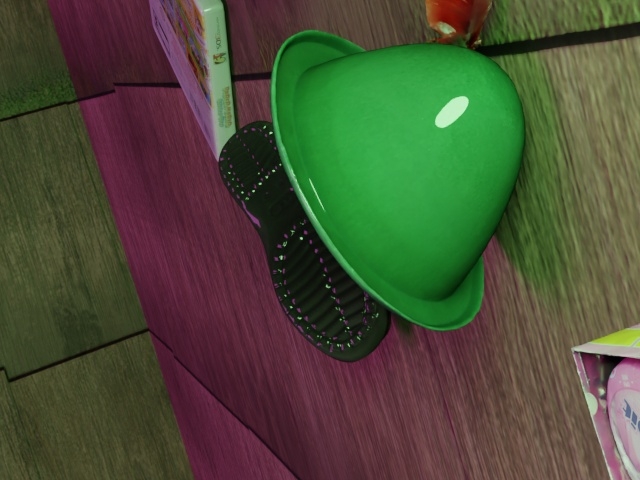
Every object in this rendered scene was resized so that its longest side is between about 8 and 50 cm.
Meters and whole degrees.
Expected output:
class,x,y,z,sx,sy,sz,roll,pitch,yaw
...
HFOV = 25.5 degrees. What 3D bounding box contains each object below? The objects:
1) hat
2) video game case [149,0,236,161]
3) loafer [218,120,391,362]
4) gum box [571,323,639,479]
class,x,y,z,sx,sy,sz,roll,pitch,yaw
hat,0.092,-0.071,0.691,0.208,0.183,0.173,17,-129,-53
video game case,-0.135,-0.224,1.419,0.206,0.026,0.227,88,160,-51
loafer,0.000,0.000,1.089,0.078,0.080,0.220,31,-153,-56
gum box,0.159,0.043,0.378,0.188,0.107,0.062,170,82,-77
